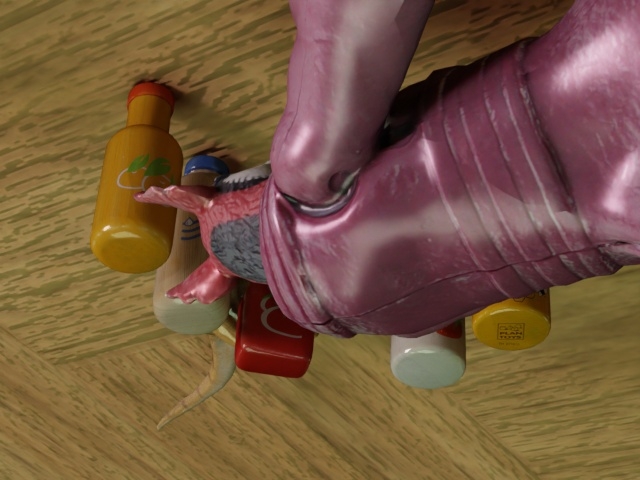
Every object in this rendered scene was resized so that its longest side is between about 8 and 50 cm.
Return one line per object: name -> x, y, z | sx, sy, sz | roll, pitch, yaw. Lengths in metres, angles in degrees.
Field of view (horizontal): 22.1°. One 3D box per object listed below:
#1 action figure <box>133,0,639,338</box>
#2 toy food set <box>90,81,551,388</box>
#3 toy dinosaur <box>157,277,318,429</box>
action figure -> 0.095, -0.019, 0.637 | 0.370, 0.275, 0.248 | -20, 140, 22
toy food set -> 0.000, 0.000, 0.849 | 0.232, 0.104, 0.111 | 9, 142, -7
toy dinosaur -> -0.057, 0.043, 0.966 | 0.112, 0.064, 0.211 | 19, 141, 28
